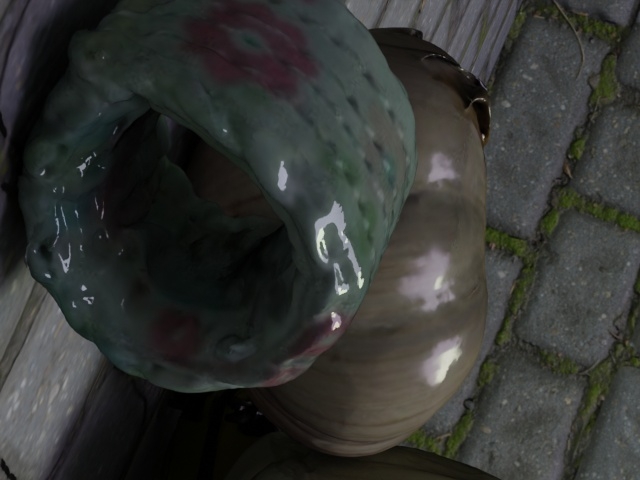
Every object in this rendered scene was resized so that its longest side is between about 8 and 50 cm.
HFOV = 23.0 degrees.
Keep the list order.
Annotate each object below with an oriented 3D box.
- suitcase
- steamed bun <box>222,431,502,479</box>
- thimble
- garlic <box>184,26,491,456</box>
[{"bbox_3d":[-0.052,0.224,1.426,0.235,0.143,0.194,12,87,-51],"label":"suitcase"},{"bbox_3d":[0.031,0.277,1.247,0.383,0.236,0.247,14,94,-45],"label":"steamed bun"},{"bbox_3d":[-0.055,-0.038,0.817,0.211,0.185,0.149,67,29,-26],"label":"thimble"},{"bbox_3d":[0.017,0.001,1.141,0.322,0.241,0.322,10,90,-74],"label":"garlic"}]
